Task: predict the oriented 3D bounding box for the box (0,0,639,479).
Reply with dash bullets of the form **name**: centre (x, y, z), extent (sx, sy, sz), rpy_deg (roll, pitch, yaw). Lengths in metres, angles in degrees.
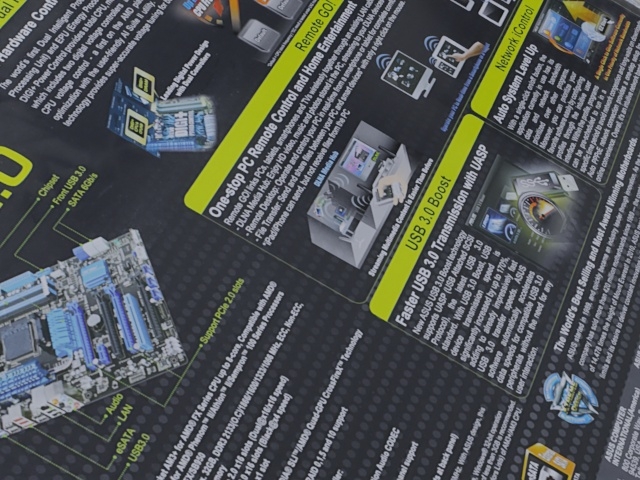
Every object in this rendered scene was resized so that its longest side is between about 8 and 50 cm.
- **box**: centre (0.000, 0.000, 0.400), extent (0.216, 0.270, 0.060), rpy_deg (29, 135, -1)
